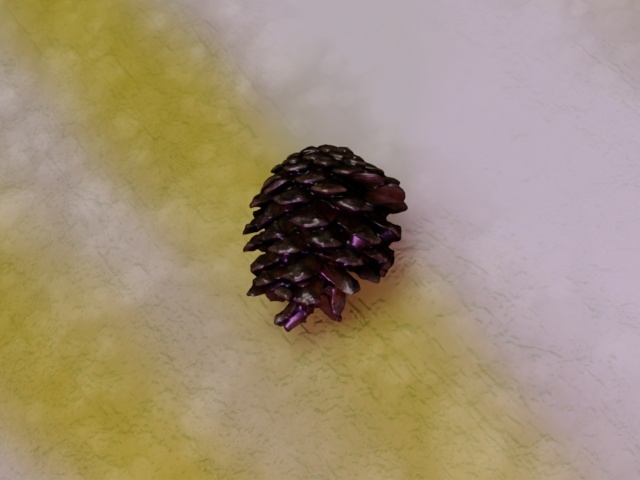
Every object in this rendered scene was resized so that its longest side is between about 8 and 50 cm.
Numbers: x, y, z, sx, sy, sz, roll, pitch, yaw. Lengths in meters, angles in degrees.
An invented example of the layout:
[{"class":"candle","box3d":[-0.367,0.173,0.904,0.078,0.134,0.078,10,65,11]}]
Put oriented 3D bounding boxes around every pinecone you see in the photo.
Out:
[{"class":"pinecone","box3d":[0.001,-0.004,1.574,0.179,0.184,0.204,16,60,-2]}]
